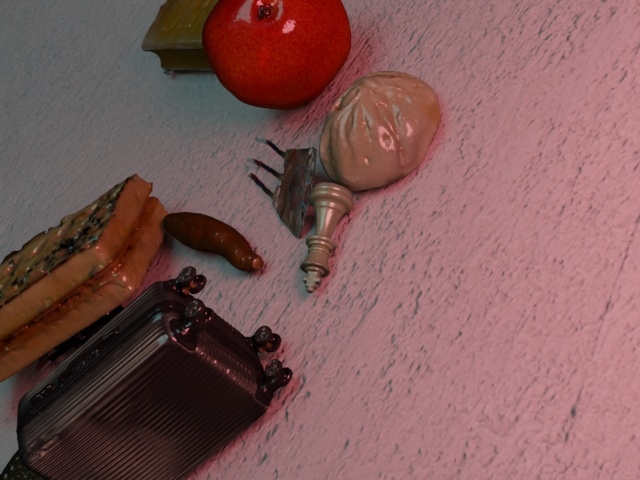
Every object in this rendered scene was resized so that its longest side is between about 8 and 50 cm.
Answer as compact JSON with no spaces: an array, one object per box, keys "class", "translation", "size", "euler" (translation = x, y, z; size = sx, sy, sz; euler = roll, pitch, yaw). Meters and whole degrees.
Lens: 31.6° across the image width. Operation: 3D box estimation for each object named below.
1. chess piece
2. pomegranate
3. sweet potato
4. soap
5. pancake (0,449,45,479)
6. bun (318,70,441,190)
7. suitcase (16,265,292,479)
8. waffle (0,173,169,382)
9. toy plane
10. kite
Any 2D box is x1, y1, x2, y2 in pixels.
[{"class":"chess piece","translation":[0.000,0.000,1.469],"size":[0.059,0.059,0.149],"euler":[-10,54,41]},{"class":"pomegranate","translation":[-0.062,-0.301,1.695],"size":[0.221,0.221,0.257],"euler":[-50,3,-2]},{"class":"sweet potato","translation":[-0.158,-0.006,1.642],"size":[0.265,0.057,0.057],"euler":[18,72,51]},{"class":"soap","translation":[-0.183,-0.380,1.988],"size":[0.274,0.089,0.173],"euler":[9,64,49]},{"class":"pancake","translation":[-0.398,0.336,1.607],"size":[0.184,0.020,0.190],"euler":[-47,34,2]},{"class":"bun","translation":[0.069,-0.157,1.500],"size":[0.183,0.102,0.183],"euler":[-25,44,27]},{"class":"suitcase","translation":[-0.209,0.192,1.382],"size":[0.312,0.202,0.128],"euler":[-38,36,13]},{"class":"waffle","translation":[-0.414,0.071,1.731],"size":[0.376,0.114,0.261],"euler":[-31,19,22]},{"class":"toy plane","translation":[-0.363,0.143,1.727],"size":[0.197,0.053,0.078],"euler":[-39,28,12]},{"class":"kite","translation":[-0.054,-0.095,1.613],"size":[0.229,0.016,0.127],"euler":[42,118,58]}]
